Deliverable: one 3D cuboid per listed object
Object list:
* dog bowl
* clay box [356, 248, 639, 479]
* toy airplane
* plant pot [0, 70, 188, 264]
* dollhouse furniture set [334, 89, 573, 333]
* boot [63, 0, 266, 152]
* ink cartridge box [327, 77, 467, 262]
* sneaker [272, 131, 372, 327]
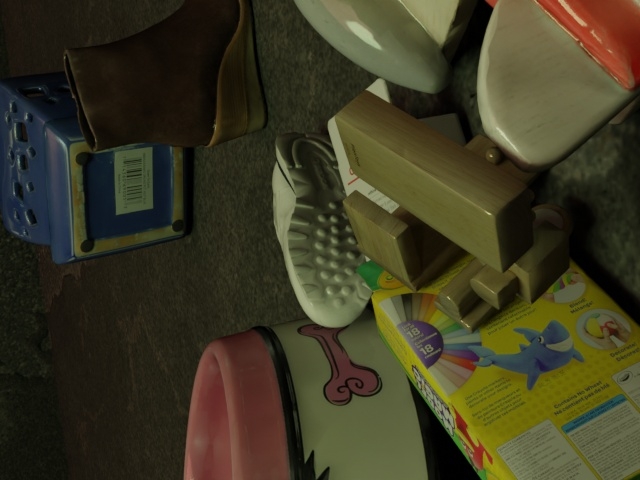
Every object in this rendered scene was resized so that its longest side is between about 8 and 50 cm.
[{"bbox_3d":[-0.032,0.257,0.783,0.408,0.151,0.407,-178,90,-75],"label":"dog bowl"},{"bbox_3d":[0.127,0.073,0.557,0.222,0.128,0.053,54,164,43],"label":"clay box"},{"bbox_3d":[0.041,-0.204,0.479,0.384,0.273,0.386,-112,3,-58],"label":"toy airplane"},{"bbox_3d":[-0.312,-0.105,1.249,0.212,0.236,0.235,33,127,47],"label":"plant pot"},{"bbox_3d":[0.097,-0.041,0.520,0.144,0.123,0.151,38,162,35],"label":"dollhouse furniture set"},{"bbox_3d":[-0.179,-0.219,0.975,0.090,0.207,0.248,-37,64,59],"label":"boot"},{"bbox_3d":[0.074,-0.031,0.697,0.104,0.060,0.180,-29,75,61],"label":"ink cartridge box"},{"bbox_3d":[0.000,0.000,0.811,0.235,0.090,0.094,-99,20,-47],"label":"sneaker"}]
